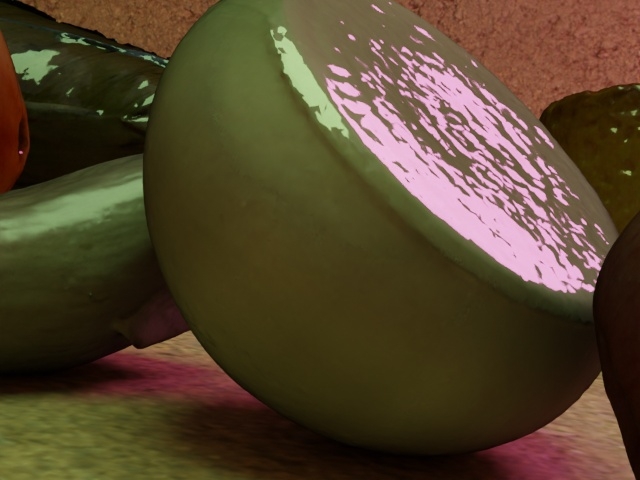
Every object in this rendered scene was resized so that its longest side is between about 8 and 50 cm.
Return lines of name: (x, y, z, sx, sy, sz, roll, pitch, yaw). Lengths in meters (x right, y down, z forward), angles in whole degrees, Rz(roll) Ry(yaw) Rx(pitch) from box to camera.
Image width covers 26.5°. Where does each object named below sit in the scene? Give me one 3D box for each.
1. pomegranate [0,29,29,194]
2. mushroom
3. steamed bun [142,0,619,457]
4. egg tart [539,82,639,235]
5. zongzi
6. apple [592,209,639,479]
pomegranate: (-0.272, -0.067, 0.784, 0.209, 0.209, 0.209, 7, 6, -1)
mushroom: (-0.132, 0.015, 0.637, 0.247, 0.096, 0.108, -11, -13, -44)
steamed bun: (0.018, -0.001, 0.601, 0.231, 0.145, 0.232, 33, 27, -19)
egg tart: (0.228, -0.012, 0.954, 0.215, 0.171, 0.215, 1, -8, 0)
zongzi: (-0.269, -0.064, 0.967, 0.356, 0.174, 0.393, 19, 22, 35)
apple: (0.161, 0.043, 0.483, 0.119, 0.154, 0.153, -10, 6, 3)
